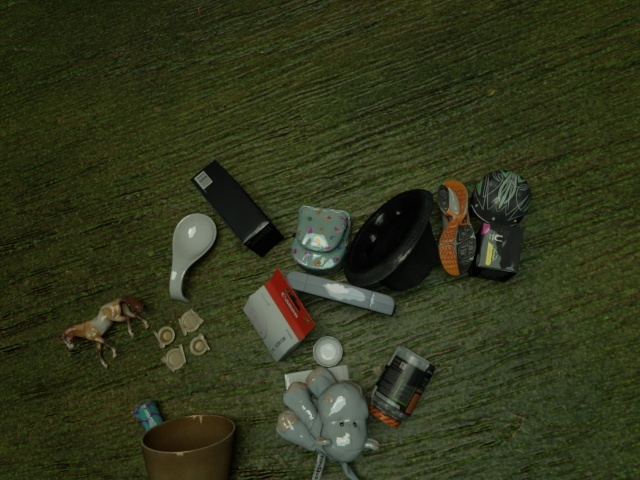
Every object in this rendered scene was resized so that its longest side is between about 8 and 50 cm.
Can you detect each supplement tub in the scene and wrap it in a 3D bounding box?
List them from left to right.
[{"bbox_3d":[0.209,0.385,1.244,0.117,0.117,0.190,30,82,14],"label":"supplement tub"}]

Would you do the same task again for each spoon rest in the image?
[{"bbox_3d":[-0.400,0.048,1.440,0.137,0.084,0.276,10,79,11],"label":"spoon rest"}]

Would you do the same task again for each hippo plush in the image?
[{"bbox_3d":[0.011,0.458,1.163,0.235,0.236,0.294,5,72,-6],"label":"hippo plush"}]

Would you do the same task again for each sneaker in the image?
[{"bbox_3d":[0.381,-0.029,1.316,0.099,0.121,0.262,-2,79,19],"label":"sneaker"}]

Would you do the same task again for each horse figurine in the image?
[{"bbox_3d":[-0.641,0.259,1.437,0.174,0.066,0.263,44,89,10],"label":"horse figurine"}]

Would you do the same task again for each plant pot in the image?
[{"bbox_3d":[-0.335,0.623,1.236,0.237,0.237,0.254,-3,91,8],"label":"plant pot"}]

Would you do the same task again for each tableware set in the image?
[{"bbox_3d":[-0.413,0.298,1.414,0.169,0.020,0.141,-31,74,0],"label":"tableware set"}]

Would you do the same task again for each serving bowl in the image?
[{"bbox_3d":[0.022,0.314,1.337,0.083,0.027,0.083,-2,76,8],"label":"serving bowl"}]

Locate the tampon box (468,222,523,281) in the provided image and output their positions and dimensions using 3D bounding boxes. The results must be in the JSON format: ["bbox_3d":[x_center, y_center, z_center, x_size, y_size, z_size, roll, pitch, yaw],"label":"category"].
[{"bbox_3d":[0.466,0.035,1.265,0.102,0.161,0.120,9,78,11],"label":"tampon box"}]

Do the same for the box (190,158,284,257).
[{"bbox_3d":[-0.241,-0.091,1.396,0.103,0.184,0.261,-40,74,-4],"label":"box"}]

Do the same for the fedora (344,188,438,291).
[{"bbox_3d":[0.218,0.021,1.291,0.152,0.334,0.334,43,85,-20],"label":"fedora"}]

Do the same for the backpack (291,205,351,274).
[{"bbox_3d":[0.000,0.000,1.360,0.166,0.144,0.188,10,81,6],"label":"backpack"}]

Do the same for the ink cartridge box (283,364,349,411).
[{"bbox_3d":[-0.005,0.431,1.317,0.179,0.045,0.145,-6,74,-11],"label":"ink cartridge box"}]

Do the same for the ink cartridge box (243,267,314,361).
[{"bbox_3d":[-0.121,0.209,1.289,0.066,0.232,0.189,-26,71,-29],"label":"ink cartridge box"}]

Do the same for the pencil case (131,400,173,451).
[{"bbox_3d":[-0.474,0.536,1.343,0.070,0.064,0.151,-27,73,-15],"label":"pencil case"}]

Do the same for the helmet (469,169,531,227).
[{"bbox_3d":[0.493,-0.110,1.296,0.170,0.161,0.169,-2,76,9],"label":"helmet"}]

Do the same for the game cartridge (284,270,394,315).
[{"bbox_3d":[0.059,0.145,1.285,0.294,0.196,0.060,14,86,11],"label":"game cartridge"}]
